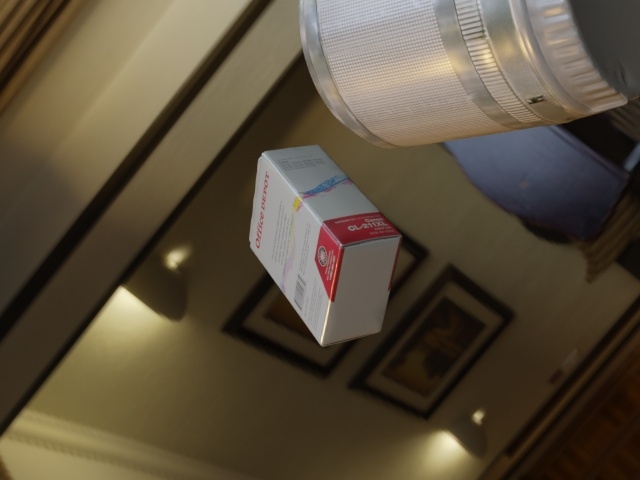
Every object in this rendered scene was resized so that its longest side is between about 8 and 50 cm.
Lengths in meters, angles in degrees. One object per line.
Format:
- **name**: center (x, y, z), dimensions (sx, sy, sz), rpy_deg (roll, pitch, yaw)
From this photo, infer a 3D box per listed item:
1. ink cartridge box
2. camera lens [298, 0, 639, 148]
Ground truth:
- **ink cartridge box**: center (0.000, 0.000, 1.049), dimensions (0.072, 0.127, 0.175), rpy_deg (-11, -139, -26)
- **camera lens**: center (0.135, -0.201, 0.897), dimensions (0.274, 0.219, 0.219), rpy_deg (-5, 151, 42)
